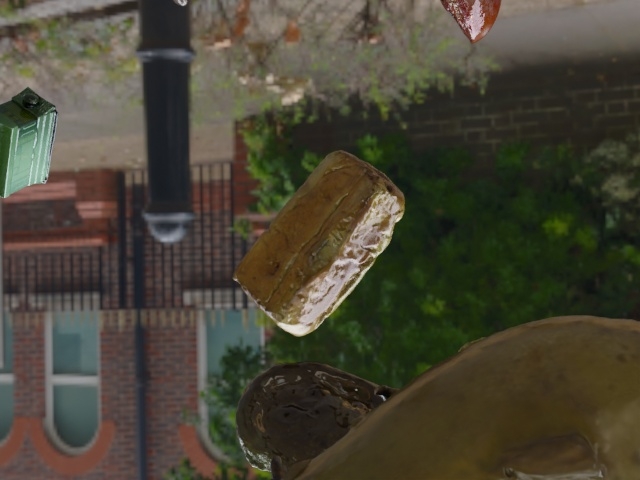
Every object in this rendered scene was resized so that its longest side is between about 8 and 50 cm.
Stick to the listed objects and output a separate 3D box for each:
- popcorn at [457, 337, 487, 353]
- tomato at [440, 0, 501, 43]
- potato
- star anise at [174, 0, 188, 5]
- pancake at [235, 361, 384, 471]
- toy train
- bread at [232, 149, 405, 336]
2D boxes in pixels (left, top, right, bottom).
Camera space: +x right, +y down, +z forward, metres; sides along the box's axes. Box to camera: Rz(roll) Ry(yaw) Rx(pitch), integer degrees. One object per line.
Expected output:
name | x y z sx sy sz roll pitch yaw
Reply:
popcorn | 0.288 0.235 1.474 0.169 0.218 0.189 -43 178 -12
tomato | 0.198 -0.369 1.357 0.082 0.174 0.166 -28 -153 4
potato | 0.164 0.246 0.587 0.296 0.397 0.290 -27 167 2
star anise | -0.310 -0.404 1.142 0.109 0.349 0.292 -36 -179 37
pancake | 0.018 0.218 1.127 0.222 0.042 0.236 -18 -135 -34
toy train | -0.254 -0.079 0.825 0.038 0.093 0.056 35 -139 14
bread | 0.000 0.000 1.576 0.132 0.294 0.167 35 -175 -42
